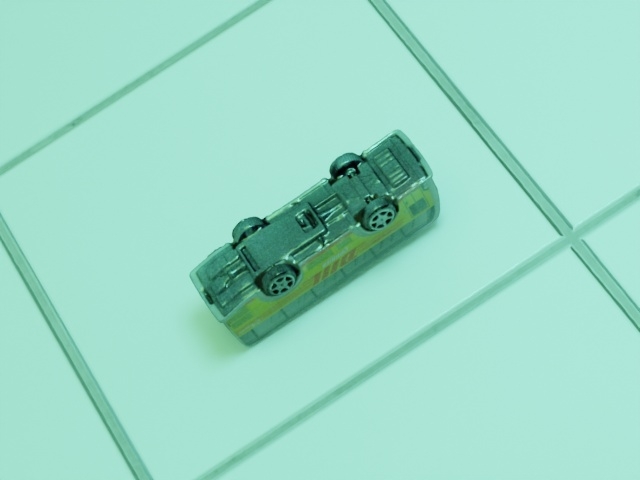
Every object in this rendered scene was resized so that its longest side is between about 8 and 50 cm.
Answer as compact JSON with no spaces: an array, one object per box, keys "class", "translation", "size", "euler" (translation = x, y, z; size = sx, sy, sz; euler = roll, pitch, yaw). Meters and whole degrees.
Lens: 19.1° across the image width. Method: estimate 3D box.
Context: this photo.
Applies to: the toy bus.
[{"class":"toy bus","translation":[0.000,0.000,1.971],"size":[0.268,0.106,0.092],"euler":[-34,55,-1]}]
